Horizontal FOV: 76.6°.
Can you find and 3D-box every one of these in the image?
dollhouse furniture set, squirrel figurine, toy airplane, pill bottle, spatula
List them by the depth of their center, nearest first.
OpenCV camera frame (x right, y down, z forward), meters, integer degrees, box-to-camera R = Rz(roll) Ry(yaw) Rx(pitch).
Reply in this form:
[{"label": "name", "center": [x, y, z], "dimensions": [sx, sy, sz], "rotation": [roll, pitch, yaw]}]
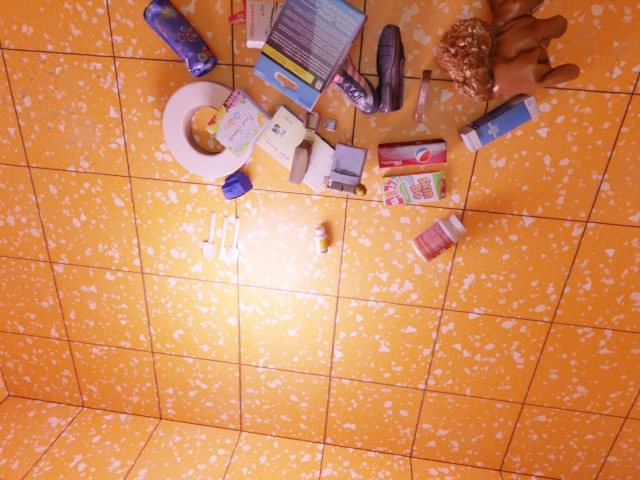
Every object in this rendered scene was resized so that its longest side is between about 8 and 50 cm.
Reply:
[{"label": "squirrel figurine", "center": [0.597, -0.670, 1.351], "dimensions": [0.396, 0.281, 0.371], "rotation": [-12, 105, 10]}, {"label": "toy airplane", "center": [-0.282, -0.865, 1.510], "dimensions": [0.151, 0.028, 0.151], "rotation": [2, 113, 5]}, {"label": "dollhouse furniture set", "center": [0.060, -0.317, 1.545], "dimensions": [0.303, 0.198, 0.287], "rotation": [14, 112, -1]}, {"label": "pill bottle", "center": [0.505, -0.013, 1.719], "dimensions": [0.216, 0.121, 0.121], "rotation": [-39, 103, 21]}, {"label": "pill bottle", "center": [0.000, 0.000, 1.824], "dimensions": [0.065, 0.065, 0.117], "rotation": [0, 114, 8]}, {"label": "spatula", "center": [-0.463, -0.010, 1.909], "dimensions": [0.168, 0.019, 0.242], "rotation": [14, 114, 2]}]

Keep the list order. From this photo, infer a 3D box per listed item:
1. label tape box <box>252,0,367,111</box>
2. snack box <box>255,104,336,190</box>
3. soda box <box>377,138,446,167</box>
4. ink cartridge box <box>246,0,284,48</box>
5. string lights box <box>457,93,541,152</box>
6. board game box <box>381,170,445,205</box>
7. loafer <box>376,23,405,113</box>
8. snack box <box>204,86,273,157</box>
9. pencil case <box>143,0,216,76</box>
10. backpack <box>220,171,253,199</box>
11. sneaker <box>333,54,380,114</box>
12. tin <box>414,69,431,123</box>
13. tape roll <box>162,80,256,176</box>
[{"label": "label tape box", "center": [-0.038, -0.661, 1.371], "dimensions": [0.249, 0.115, 0.348], "rotation": [33, 119, -4]}, {"label": "snack box", "center": [-0.086, -0.380, 1.675], "dimensions": [0.322, 0.060, 0.187], "rotation": [39, 111, -10]}, {"label": "soda box", "center": [0.361, -0.346, 1.611], "dimensions": [0.263, 0.092, 0.084], "rotation": [-3, 114, 9]}, {"label": "ink cartridge box", "center": [-0.171, -0.770, 1.459], "dimensions": [0.190, 0.082, 0.140], "rotation": [-1, 101, -11]}, {"label": "string lights box", "center": [0.655, -0.439, 1.509], "dimensions": [0.259, 0.133, 0.077], "rotation": [-29, 107, 19]}, {"label": "board game box", "center": [0.392, -0.219, 1.696], "dimensions": [0.259, 0.039, 0.124], "rotation": [-6, 113, 7]}, {"label": "loafer", "center": [0.269, -0.634, 1.510], "dimensions": [0.095, 0.109, 0.303], "rotation": [-12, 119, -24]}, {"label": "snack box", "center": [-0.318, -0.460, 1.589], "dimensions": [0.174, 0.070, 0.207], "rotation": [43, 113, -11]}, {"label": "pencil case", "center": [-0.531, -0.763, 1.534], "dimensions": [0.306, 0.133, 0.119], "rotation": [49, 144, -13]}, {"label": "backpack", "center": [-0.370, -0.235, 1.760], "dimensions": [0.120, 0.098, 0.101], "rotation": [-20, 100, 29]}, {"label": "sneaker", "center": [0.093, -0.590, 1.508], "dimensions": [0.319, 0.131, 0.112], "rotation": [49, 134, -10]}, {"label": "tin", "center": [0.383, -0.538, 1.518], "dimensions": [0.040, 0.106, 0.190], "rotation": [7, 113, 5]}, {"label": "tape roll", "center": [-0.459, -0.459, 1.686], "dimensions": [0.391, 0.072, 0.393], "rotation": [3, 113, 6]}]
